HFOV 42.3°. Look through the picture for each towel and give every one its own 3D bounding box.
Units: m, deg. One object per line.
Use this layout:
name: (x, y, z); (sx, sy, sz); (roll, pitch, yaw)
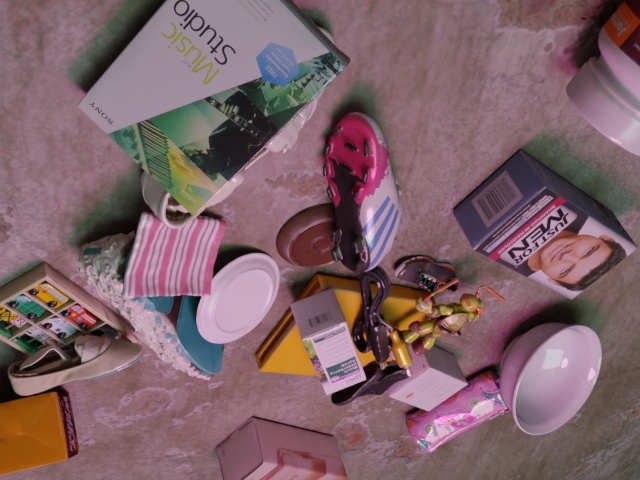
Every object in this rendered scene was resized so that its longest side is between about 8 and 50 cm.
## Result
towel: (-0.242, 0.027, 1.397); (0.197, 0.029, 0.144); (4, 102, -55)

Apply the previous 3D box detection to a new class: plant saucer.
plant saucer: (0.000, 0.000, 1.570); (0.168, 0.029, 0.168); (-12, 140, -10)

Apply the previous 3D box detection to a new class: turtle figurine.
turtle figurine: (0.268, 0.170, 1.757); (0.269, 0.087, 0.217); (5, 144, -48)

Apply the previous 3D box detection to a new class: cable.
cable: (0.117, 0.152, 1.689); (0.072, 0.139, 0.287); (-30, 126, -30)

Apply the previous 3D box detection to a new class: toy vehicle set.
toy vehicle set: (-0.485, 0.154, 1.524); (0.166, 0.035, 0.267); (-29, 140, 10)

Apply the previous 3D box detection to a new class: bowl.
bowl: (0.541, 0.317, 2.042); (0.298, 0.134, 0.297); (-15, 119, -29)

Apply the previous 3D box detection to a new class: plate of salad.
plate of salad: (-0.160, 0.107, 1.582); (0.200, 0.048, 0.200); (-30, 137, -32)

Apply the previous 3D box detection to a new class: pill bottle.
pill bottle: (0.587, -0.336, 1.299); (0.224, 0.224, 0.392); (12, 130, -33)

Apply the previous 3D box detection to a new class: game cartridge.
game cartridge: (0.061, 0.196, 1.806); (0.324, 0.052, 0.285); (10, 131, -35)

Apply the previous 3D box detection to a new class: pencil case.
pencil case: (0.365, 0.447, 2.160); (0.284, 0.124, 0.124); (-31, 139, 13)

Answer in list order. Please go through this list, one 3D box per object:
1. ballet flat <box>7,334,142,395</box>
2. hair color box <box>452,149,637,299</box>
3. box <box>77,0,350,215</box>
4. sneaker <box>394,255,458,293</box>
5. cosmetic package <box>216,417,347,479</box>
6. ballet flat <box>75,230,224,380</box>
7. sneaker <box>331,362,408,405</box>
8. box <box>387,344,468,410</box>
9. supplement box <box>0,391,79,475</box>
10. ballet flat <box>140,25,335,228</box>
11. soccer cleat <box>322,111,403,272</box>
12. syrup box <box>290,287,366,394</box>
ballet flat: (-0.457, 0.220, 1.526); (0.248, 0.086, 0.086); (-19, 140, -1)
hair color box: (0.463, -0.021, 1.683); (0.374, 0.113, 0.185); (23, 123, -41)
box: (-0.152, -0.218, 1.145); (0.232, 0.058, 0.322); (44, 114, -9)
sneaker: (0.228, 0.077, 1.726); (0.158, 0.065, 0.061); (6, 134, -30)
cosmetic package: (-0.094, 0.559, 2.076); (0.296, 0.129, 0.153); (24, 124, -40)
ballet flat: (-0.308, 0.119, 1.517); (0.147, 0.147, 0.409); (-24, 137, 3)
sneaker: (0.113, 0.338, 1.912); (0.170, 0.051, 0.089); (-40, 134, 16)
box: (0.247, 0.324, 1.991); (0.130, 0.091, 0.170); (-40, 137, 21)
supplement box: (-0.582, 0.376, 1.596); (0.191, 0.129, 0.194); (-11, 171, -12)
ballet flat: (-0.115, -0.154, 1.268); (0.400, 0.139, 0.139); (-38, 137, 19)
soccer cleat: (0.084, -0.095, 1.457); (0.143, 0.116, 0.331); (-35, 141, -35)
syrup box: (0.019, 0.210, 1.687); (0.093, 0.096, 0.237); (-21, 139, -2)
